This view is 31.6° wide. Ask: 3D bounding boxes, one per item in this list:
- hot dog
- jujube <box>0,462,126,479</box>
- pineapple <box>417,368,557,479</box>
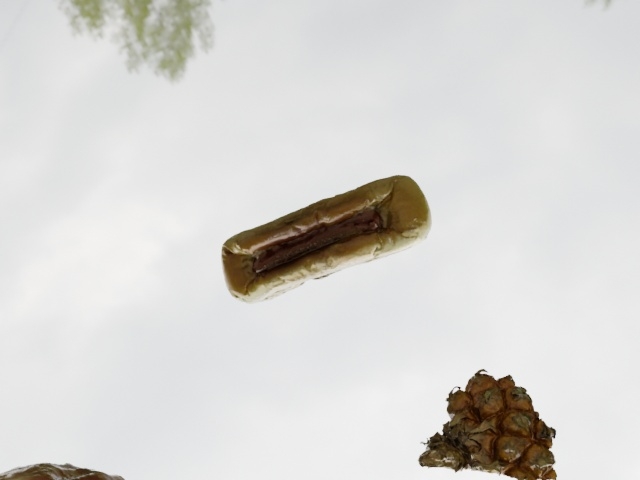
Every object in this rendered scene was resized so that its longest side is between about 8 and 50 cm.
[{"bbox_3d":[0.000,0.000,1.221,0.243,0.084,0.073,-19,175,13],"label":"hot dog"},{"bbox_3d":[-0.107,0.160,0.498,0.109,0.176,0.112,20,-115,15],"label":"jujube"},{"bbox_3d":[0.128,0.170,0.944,0.114,0.077,0.114,-11,-123,-18],"label":"pineapple"}]
